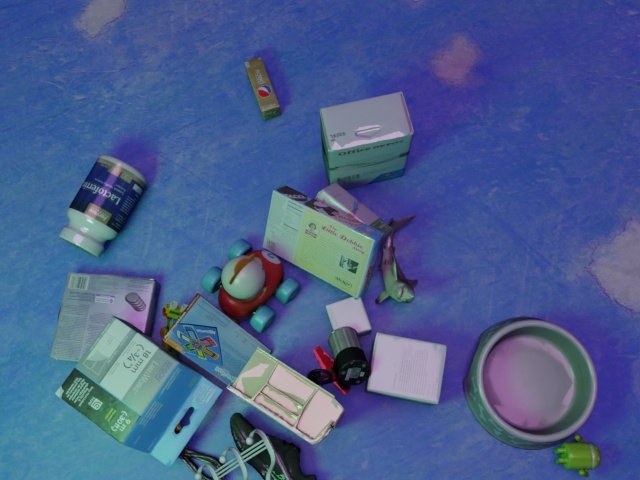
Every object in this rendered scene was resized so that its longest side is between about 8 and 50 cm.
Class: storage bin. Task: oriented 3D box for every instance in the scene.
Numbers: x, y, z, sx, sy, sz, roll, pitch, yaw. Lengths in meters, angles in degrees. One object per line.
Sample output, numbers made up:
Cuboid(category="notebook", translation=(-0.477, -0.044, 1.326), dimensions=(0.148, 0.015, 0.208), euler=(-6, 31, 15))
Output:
Cuboid(category="storage bin", translation=(-0.076, 0.399, 1.663), dimensions=(0.260, 0.262, 0.123), euler=(31, 76, 10))

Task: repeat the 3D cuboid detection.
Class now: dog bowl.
Cuboid(category="dog bowl", translation=(0.552, 0.365, 1.731), dimensions=(0.348, 0.102, 0.349), euler=(0, 75, 1))

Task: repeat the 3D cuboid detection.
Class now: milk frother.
Cuboid(category="milk frother", translation=(0.036, 0.299, 1.682), dimensions=(0.143, 0.135, 0.129), euler=(23, 113, -25))

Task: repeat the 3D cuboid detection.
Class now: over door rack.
Cuboid(category="over door rack", translation=(-0.146, 0.647, 1.599), dimensions=(0.239, 0.108, 0.324), euler=(-40, 83, 30))

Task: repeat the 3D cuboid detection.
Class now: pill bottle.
Cuboid(category="pill bottle", translation=(-0.617, -0.096, 1.876), dimensions=(0.153, 0.153, 0.265), euler=(24, 77, 8))

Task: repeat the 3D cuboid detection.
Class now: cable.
Cuboid(category="cable", translation=(-0.376, 0.539, 1.731), dimensions=(0.139, 0.072, 0.287), euler=(-40, 76, -7))

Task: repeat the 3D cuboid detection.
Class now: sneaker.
Cuboid(category="sneaker", translation=(-0.125, 0.552, 1.716), dimensions=(0.130, 0.109, 0.286), euler=(-37, 84, -17))

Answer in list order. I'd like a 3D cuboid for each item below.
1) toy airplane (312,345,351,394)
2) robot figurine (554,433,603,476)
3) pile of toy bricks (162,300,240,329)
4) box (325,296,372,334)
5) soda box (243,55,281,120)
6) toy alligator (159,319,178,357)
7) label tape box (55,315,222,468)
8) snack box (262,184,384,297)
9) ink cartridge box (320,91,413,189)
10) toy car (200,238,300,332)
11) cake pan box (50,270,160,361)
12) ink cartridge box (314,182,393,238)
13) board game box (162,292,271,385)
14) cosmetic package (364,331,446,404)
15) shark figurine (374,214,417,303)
Cuboid(category="toy airplane", translation=(0.051, 0.337, 1.795), dimensions=(0.151, 0.028, 0.151), euler=(0, 76, 1))
Cuboid(category="robot figurine", translation=(0.660, 0.549, 1.693), dimensions=(0.115, 0.067, 0.101), euler=(0, 62, 2))
Cuboid(category="pile of toy bricks", translation=(-0.332, 0.249, 1.796), dimensions=(0.212, 0.105, 0.118), euler=(19, 52, -24))
Cuboid(category="box", translation=(0.077, 0.214, 1.797), dimensions=(0.101, 0.087, 0.101), euler=(-18, 75, -3))
Cuboid(category="soda box", translation=(-0.175, -0.458, 2.005), dimensions=(0.058, 0.061, 0.182), euler=(-19, 74, -3))
Cuboid(category="toy alligator", translation=(-0.410, 0.299, 1.814), dimensions=(0.051, 0.056, 0.190), euler=(-21, 71, 40))
Cuboid(category="label tape box", translation=(-0.457, 0.383, 1.688), dimensions=(0.333, 0.106, 0.241), euler=(31, 78, 12))
Cuboid(category="snack box", translation=(0.000, 0.000, 1.782), dimensions=(0.321, 0.187, 0.060), euler=(27, 33, 21))
Cuboid(category="ink cartridge box", translation=(0.119, -0.261, 1.812), dimensions=(0.223, 0.307, 0.129), euler=(-12, 75, -2))
Cuboid(category="toy car", translation=(-0.186, 0.090, 1.753), dimensions=(0.219, 0.238, 0.210), euler=(38, 70, 12))
Cuboid(category="cake pan box", translation=(-0.595, 0.219, 1.833), dimensions=(0.266, 0.070, 0.246), euler=(4, 73, 3))
Cuboid(category="ink cartridge box", translation=(0.067, -0.032, 1.825), dimensions=(0.212, 0.093, 0.154), euler=(38, 123, 11))
Cuboid(category="board game box", translation=(-0.263, 0.272, 1.728), dimensions=(0.145, 0.281, 0.027), euler=(-53, 35, -12))
Cuboid(category="cosmetic package", translation=(0.218, 0.336, 1.725), dimensions=(0.183, 0.151, 0.152), euler=(11, 75, 4))
Cuboid(category="shark figurine", translation=(0.223, 0.075, 1.842), dimensions=(0.116, 0.166, 0.279), euler=(10, 55, -21))
